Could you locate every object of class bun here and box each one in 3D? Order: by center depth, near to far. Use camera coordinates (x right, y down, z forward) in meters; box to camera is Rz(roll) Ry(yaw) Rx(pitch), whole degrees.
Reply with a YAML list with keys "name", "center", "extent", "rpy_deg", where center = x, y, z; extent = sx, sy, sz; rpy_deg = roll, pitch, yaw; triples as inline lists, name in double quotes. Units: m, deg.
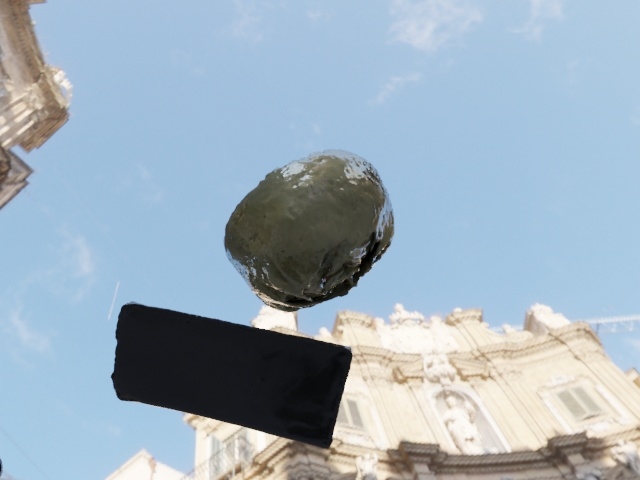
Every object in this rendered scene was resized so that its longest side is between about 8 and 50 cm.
- name: "bun"
  center: [0.000, 0.000, 0.846]
  extent: [0.259, 0.152, 0.259]
  rpy_deg: [-28, -26, -15]

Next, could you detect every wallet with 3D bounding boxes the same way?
- name: "wallet"
  center: [-0.111, 0.163, 0.748]
  extent: [0.285, 0.030, 0.146]
  rpy_deg: [13, -68, -1]

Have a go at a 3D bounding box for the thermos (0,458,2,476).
- name: "thermos"
  center: [-0.585, 0.417, 0.824]
  extent: [0.136, 0.109, 0.330]
  rpy_deg: [44, -93, 13]
